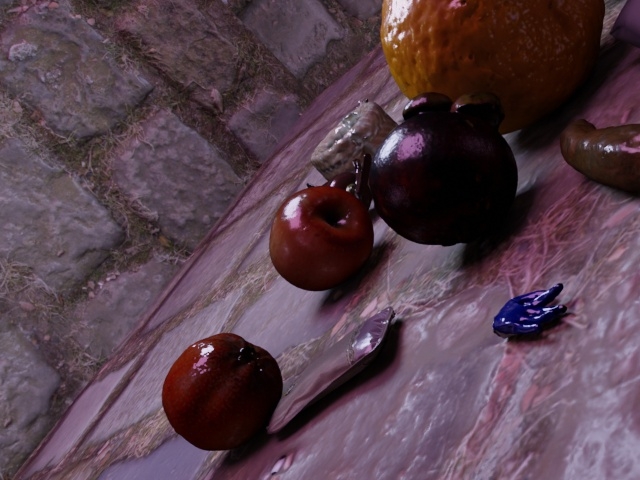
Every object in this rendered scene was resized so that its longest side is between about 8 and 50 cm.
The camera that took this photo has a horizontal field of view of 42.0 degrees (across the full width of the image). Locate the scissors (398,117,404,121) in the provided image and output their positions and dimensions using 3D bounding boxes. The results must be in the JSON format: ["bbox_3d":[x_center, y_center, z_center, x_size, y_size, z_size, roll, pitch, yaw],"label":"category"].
[{"bbox_3d":[0.248,-0.318,1.965,0.248,0.017,0.144,-33,17,47],"label":"scissors"}]

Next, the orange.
[{"bbox_3d":[0.251,-0.328,1.266,0.340,0.340,0.293,-49,26,-16],"label":"orange"}]

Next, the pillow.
[{"bbox_3d":[0.014,0.174,1.128,0.233,0.038,0.130,-41,10,27],"label":"pillow"}]

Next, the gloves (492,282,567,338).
[{"bbox_3d":[0.212,0.071,0.843,0.064,0.026,0.086,-50,13,-28],"label":"gloves"}]

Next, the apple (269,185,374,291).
[{"bbox_3d":[0.000,0.000,1.422,0.181,0.181,0.168,-58,-5,-44],"label":"apple"}]

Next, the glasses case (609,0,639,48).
[{"bbox_3d":[0.448,-0.265,1.022,0.128,0.083,0.308,-47,12,21],"label":"glasses case"}]

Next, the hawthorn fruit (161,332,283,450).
[{"bbox_3d":[-0.148,0.231,1.217,0.188,0.169,0.169,-53,9,23],"label":"hawthorn fruit"}]

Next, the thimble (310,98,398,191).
[{"bbox_3d":[0.085,-0.190,1.791,0.196,0.148,0.229,-42,11,19],"label":"thimble"}]

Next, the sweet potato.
[{"bbox_3d":[0.322,-0.098,0.935,0.075,0.075,0.273,-44,9,6],"label":"sweet potato"}]

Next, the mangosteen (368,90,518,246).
[{"bbox_3d":[0.160,-0.091,1.106,0.210,0.210,0.210,-43,13,12],"label":"mangosteen"}]

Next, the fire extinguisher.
[{"bbox_3d":[0.021,-0.081,1.699,0.341,0.105,0.141,152,114,-62],"label":"fire extinguisher"}]
